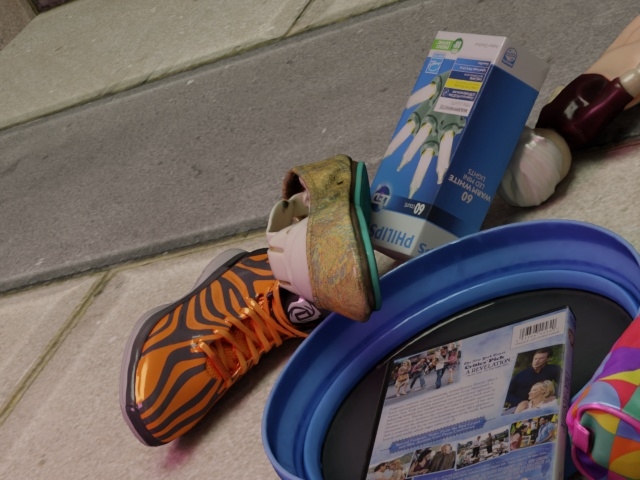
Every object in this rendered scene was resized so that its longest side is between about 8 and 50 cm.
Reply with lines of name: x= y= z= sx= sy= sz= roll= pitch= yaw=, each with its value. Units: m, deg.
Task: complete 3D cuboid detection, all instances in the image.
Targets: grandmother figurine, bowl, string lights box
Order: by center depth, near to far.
bowl: x=0.134 y=0.125 z=1.496 sx=0.391 sy=0.077 sz=0.391 roll=-24 pitch=25 yaw=12
string lights box: x=0.143 y=-0.098 z=1.777 sx=0.133 sy=0.077 sz=0.259 roll=17 pitch=82 yaw=58
grandmother figurine: x=0.321 y=-0.163 z=1.837 sx=0.342 sy=0.104 sz=0.208 roll=-43 pitch=0 yaw=-22

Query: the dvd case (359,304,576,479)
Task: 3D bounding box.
dvd case: x=0.121 y=0.157 z=1.330 sx=0.180 sy=0.022 sz=0.253 roll=-19 pitch=27 yaw=23

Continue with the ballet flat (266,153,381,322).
ballet flat: x=0.000 y=0.000 z=1.641 sx=0.123 sy=0.123 sz=0.348 roll=-26 pitch=18 yaw=9

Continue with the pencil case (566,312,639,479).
pencil case: x=0.283 y=0.100 z=1.304 sx=0.104 sy=0.104 sz=0.236 roll=-7 pitch=30 yaw=41

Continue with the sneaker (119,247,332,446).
sneaker: x=-0.083 y=0.094 z=1.737 sx=0.180 sy=0.124 sz=0.321 roll=-12 pitch=29 yaw=36
